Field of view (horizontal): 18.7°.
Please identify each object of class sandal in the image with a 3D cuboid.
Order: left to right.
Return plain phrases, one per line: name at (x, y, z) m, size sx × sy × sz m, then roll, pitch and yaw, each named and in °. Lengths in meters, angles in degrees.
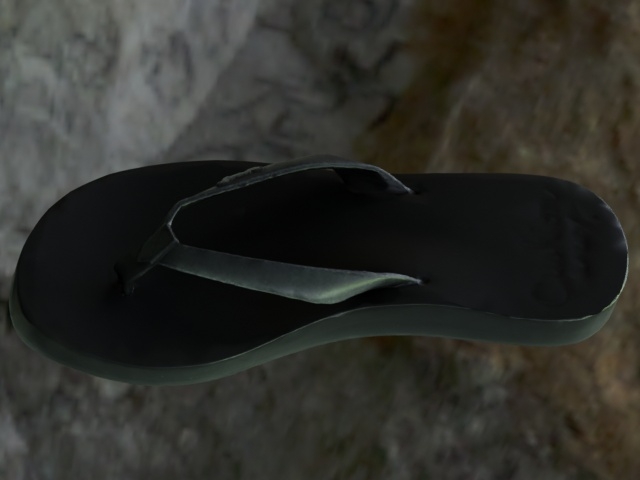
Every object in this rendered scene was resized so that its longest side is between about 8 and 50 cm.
sandal at (0.000, -0.001, 0.790) m, size 0.254 × 0.054 × 0.097 m, roll -5°, pitch -121°, yaw -10°
